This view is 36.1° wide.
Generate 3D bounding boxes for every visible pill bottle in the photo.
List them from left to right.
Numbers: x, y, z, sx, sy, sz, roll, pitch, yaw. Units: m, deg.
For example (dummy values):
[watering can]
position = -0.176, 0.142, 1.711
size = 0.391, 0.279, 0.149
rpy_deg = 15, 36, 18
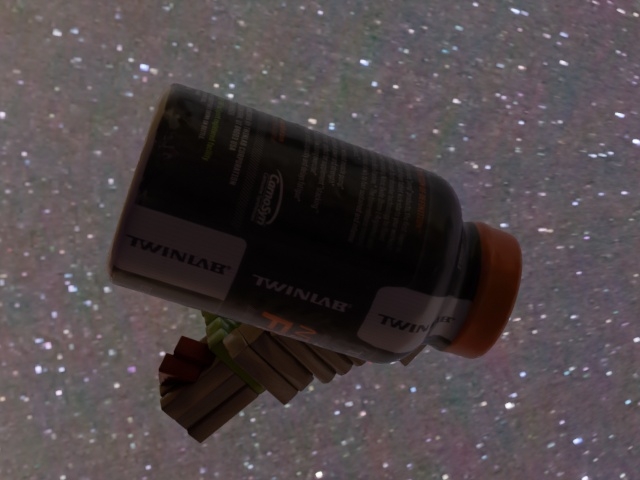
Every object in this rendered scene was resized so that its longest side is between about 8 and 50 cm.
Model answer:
[pill bottle]
position = 0.000, 0.000, 0.620
size = 0.245, 0.130, 0.130
rpy_deg = 18, -73, -10

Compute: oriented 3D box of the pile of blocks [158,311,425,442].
[pile of blocks]
position = -0.038, 0.076, 0.990
size = 0.362, 0.112, 0.149
rpy_deg = -25, -145, 28
